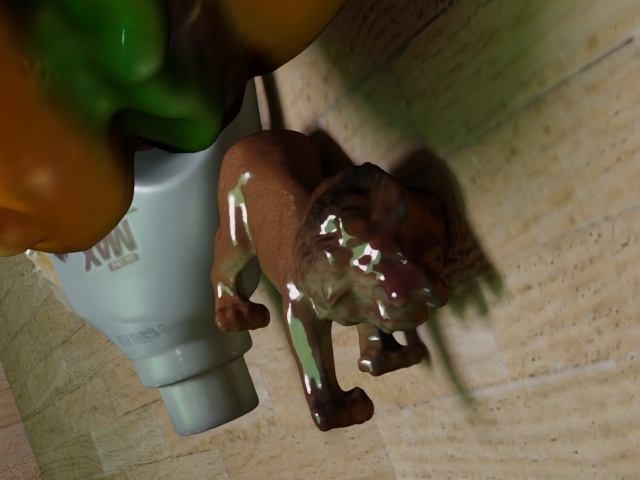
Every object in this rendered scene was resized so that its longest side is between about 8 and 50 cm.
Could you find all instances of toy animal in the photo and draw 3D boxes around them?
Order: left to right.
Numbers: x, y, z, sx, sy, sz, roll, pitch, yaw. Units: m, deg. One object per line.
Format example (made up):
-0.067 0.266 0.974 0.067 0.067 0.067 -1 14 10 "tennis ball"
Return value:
0.000 0.000 1.008 0.312 0.097 0.158 -137 43 -59 "toy animal"

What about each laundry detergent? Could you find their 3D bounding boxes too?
-0.129 -0.061 1.182 0.264 0.124 0.398 -16 95 42 "laundry detergent"

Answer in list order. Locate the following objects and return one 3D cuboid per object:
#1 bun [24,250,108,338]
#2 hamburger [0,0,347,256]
-0.186 -0.030 1.410 0.287 0.146 0.287 160 90 -74 "bun"
-0.186 -0.182 0.841 0.396 0.277 0.396 46 172 8 "hamburger"
